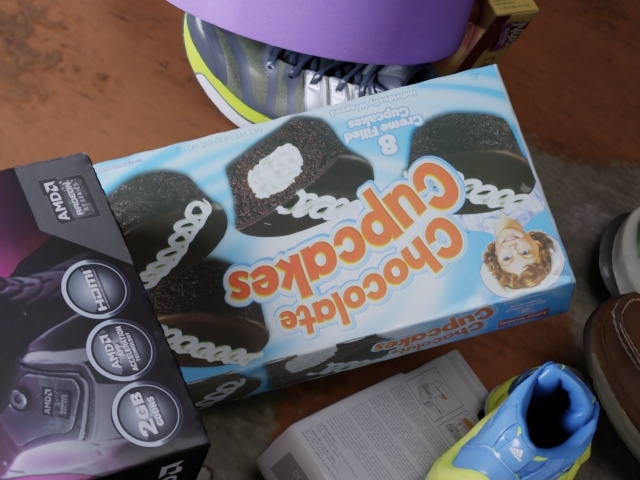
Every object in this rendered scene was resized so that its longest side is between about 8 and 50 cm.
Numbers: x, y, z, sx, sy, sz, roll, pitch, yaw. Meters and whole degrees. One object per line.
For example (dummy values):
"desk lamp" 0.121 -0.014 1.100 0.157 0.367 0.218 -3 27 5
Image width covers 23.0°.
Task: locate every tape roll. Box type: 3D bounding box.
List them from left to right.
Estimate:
"tape roll" -0.007 -0.235 1.259 0.274 0.090 0.275 12 26 -6

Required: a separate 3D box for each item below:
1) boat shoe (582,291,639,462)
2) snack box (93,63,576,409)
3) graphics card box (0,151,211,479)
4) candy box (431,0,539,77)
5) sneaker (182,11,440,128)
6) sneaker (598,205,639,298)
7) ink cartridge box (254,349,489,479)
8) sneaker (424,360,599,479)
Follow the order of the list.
"boat shoe" 0.339 0.156 1.211 0.324 0.116 0.123 45 43 -4
"snack box" 0.000 0.000 1.125 0.321 0.060 0.187 -15 65 -4
"graphics card box" -0.279 0.095 0.955 0.370 0.094 0.233 -13 62 -25
"candy box" 0.107 -0.241 1.387 0.053 0.109 0.187 -11 65 -32
"sneaker" 0.027 -0.120 1.260 0.300 0.121 0.111 33 51 -3
"sneaker" 0.432 0.082 1.290 0.410 0.182 0.158 34 51 -4
"ink cartridge box" 0.080 0.188 1.147 0.181 0.056 0.224 54 34 13
"sneaker" 0.171 0.133 1.139 0.091 0.126 0.240 46 35 4
